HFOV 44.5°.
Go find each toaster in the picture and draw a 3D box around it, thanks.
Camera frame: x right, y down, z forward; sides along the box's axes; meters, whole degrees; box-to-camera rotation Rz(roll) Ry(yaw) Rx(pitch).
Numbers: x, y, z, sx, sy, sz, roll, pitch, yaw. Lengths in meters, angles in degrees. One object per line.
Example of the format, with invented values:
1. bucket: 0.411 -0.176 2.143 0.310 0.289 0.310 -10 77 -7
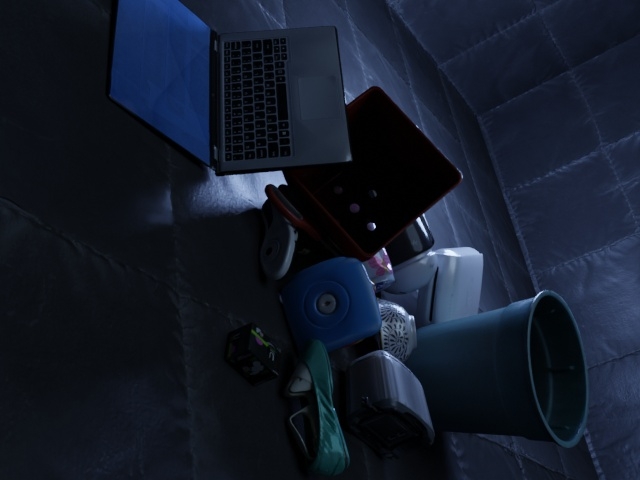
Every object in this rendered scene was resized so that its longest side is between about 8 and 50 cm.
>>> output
1. toaster: 0.128 0.323 1.561 0.227 0.129 0.146 44 27 -35

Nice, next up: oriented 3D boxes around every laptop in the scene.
1. laptop: -0.157 -0.342 1.478 0.236 0.408 0.382 87 -1 -57

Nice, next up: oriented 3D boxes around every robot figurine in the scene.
1. robot figurine: 0.175 -0.003 1.931 0.278 0.209 0.173 64 3 2

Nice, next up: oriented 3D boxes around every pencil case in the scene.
1. pencil case: 0.073 -0.001 1.785 0.124 0.113 0.273 -12 74 -20

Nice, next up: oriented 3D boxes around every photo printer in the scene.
1. photo printer: 0.346 0.146 2.103 0.307 0.107 0.256 1 97 -64

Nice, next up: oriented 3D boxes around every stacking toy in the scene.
1. stacking toy: 0.057 0.151 1.583 0.302 0.175 0.165 37 32 -67

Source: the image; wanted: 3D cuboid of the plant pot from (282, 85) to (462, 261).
1. plant pot: 0.087 -0.107 1.637 0.267 0.267 0.236 48 -17 9

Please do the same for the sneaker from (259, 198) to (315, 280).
1. sneaker: -0.054 0.012 1.543 0.121 0.079 0.217 42 30 -37

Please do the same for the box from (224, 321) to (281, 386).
1. box: -0.110 0.188 1.289 0.083 0.052 0.062 50 27 -33

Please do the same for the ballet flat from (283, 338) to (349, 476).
1. ballet flat: -0.017 0.284 1.353 0.087 0.083 0.247 1 62 -27

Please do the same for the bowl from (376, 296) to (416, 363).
1. bowl: 0.169 0.206 1.730 0.170 0.080 0.170 -5 90 -88

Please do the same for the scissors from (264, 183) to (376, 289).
1. scissors: 0.000 0.000 1.530 0.297 0.021 0.109 50 18 0

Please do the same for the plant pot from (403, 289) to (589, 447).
1. plant pot: 0.395 0.304 1.806 0.341 0.334 0.341 19 66 -49
